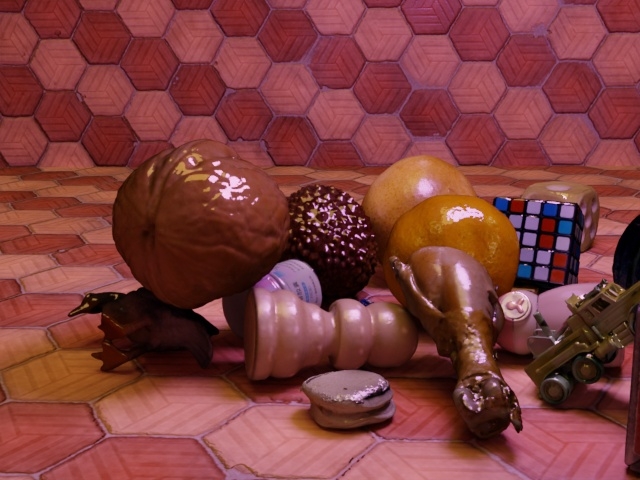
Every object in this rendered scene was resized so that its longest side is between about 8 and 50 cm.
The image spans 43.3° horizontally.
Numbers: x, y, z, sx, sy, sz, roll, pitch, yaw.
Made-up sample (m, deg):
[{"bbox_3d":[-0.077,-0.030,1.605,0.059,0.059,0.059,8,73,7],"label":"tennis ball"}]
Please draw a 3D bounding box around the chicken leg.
[{"bbox_3d":[0.228,0.155,1.298,0.201,0.153,0.429,36,24,-24],"label":"chicken leg"}]

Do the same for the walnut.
[{"bbox_3d":[-0.207,-0.030,1.432,0.333,0.332,0.333,-1,15,0],"label":"walnut"}]

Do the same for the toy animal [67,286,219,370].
[{"bbox_3d":[-0.320,0.155,1.477,0.299,0.122,0.185,5,15,15],"label":"toy animal"}]

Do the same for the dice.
[{"bbox_3d":[0.643,-0.063,2.177,0.166,0.169,0.169,12,19,41],"label":"dice"}]

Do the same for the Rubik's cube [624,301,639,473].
[{"bbox_3d":[0.573,0.183,1.068,0.259,0.254,0.260,12,18,36],"label":"Rubik's cube"}]

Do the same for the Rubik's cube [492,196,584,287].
[{"bbox_3d":[0.474,0.012,1.782,0.187,0.184,0.182,5,-6,24],"label":"Rubik's cube"}]

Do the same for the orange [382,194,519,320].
[{"bbox_3d":[0.262,0.044,1.602,0.279,0.279,0.235,-2,50,-5],"label":"orange"}]

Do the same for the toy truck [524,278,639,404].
[{"bbox_3d":[0.430,0.137,1.271,0.259,0.135,0.128,-41,-11,34],"label":"toy truck"}]

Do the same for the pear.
[{"bbox_3d":[0.241,-0.051,1.913,0.315,0.314,0.314,-1,15,0],"label":"pear"}]

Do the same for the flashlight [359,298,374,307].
[{"bbox_3d":[0.114,0.144,1.669,0.057,0.035,0.121,-8,16,-22],"label":"flashlight"}]

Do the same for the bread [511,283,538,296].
[{"bbox_3d":[0.351,0.115,1.742,0.226,0.049,0.088,6,16,27],"label":"bread"}]

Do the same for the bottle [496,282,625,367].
[{"bbox_3d":[0.414,0.147,1.437,0.237,0.147,0.147,1,14,17],"label":"bottle"}]

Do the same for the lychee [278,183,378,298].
[{"bbox_3d":[0.000,0.000,1.771,0.268,0.267,0.267,-1,15,0],"label":"lychee"}]

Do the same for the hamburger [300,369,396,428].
[{"bbox_3d":[0.046,0.242,1.248,0.140,0.062,0.133,-10,16,-24],"label":"hamburger"}]

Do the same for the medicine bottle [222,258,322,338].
[{"bbox_3d":[-0.095,0.116,1.593,0.135,0.135,0.169,12,19,40],"label":"medicine bottle"}]

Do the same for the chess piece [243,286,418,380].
[{"bbox_3d":[0.022,0.166,1.407,0.300,0.166,0.167,3,13,-13],"label":"chess piece"}]

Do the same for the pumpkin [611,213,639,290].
[{"bbox_3d":[0.747,0.058,1.527,0.364,0.266,0.363,1,10,0],"label":"pumpkin"}]
